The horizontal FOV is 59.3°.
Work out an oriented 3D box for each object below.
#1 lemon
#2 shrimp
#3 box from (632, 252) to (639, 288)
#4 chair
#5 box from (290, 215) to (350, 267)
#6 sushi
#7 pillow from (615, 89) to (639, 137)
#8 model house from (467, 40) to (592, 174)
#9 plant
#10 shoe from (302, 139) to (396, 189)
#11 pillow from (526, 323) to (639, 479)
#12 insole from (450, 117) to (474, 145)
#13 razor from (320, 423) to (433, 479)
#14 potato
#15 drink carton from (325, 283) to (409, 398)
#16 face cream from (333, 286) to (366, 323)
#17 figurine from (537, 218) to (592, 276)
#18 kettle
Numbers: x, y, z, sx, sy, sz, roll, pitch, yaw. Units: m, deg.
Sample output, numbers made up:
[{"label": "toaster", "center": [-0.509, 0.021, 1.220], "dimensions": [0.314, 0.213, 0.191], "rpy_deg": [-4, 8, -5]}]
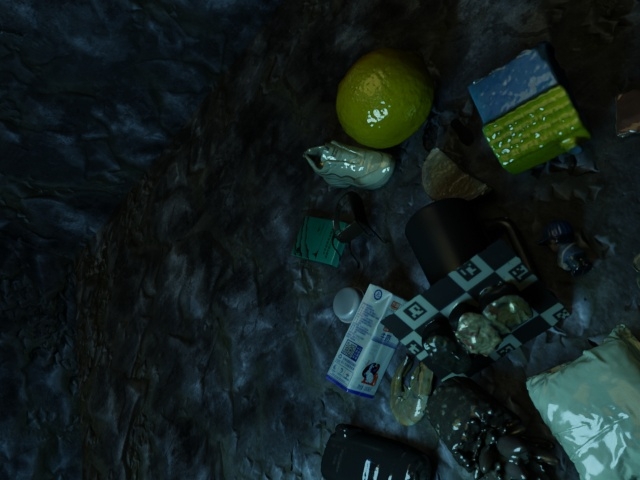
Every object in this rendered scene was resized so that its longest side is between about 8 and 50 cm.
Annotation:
[{"label": "lemon", "center": [0.212, -0.470, 1.868], "dimensions": [0.335, 0.336, 0.336], "rpy_deg": [-22, 55, 36]}, {"label": "shrimp", "center": [0.259, 0.385, 1.570], "dimensions": [0.145, 0.059, 0.255], "rpy_deg": [-3, 72, 55]}, {"label": "box", "center": [0.753, 0.103, 1.122], "dimensions": [0.138, 0.178, 0.274], "rpy_deg": [-47, 44, 16]}, {"label": "chair", "center": [0.112, -0.044, 1.859], "dimensions": [0.149, 0.174, 0.213], "rpy_deg": [-35, 59, 23]}, {"label": "box", "center": [0.000, 0.000, 2.037], "dimensions": [0.226, 0.042, 0.161], "rpy_deg": [11, 77, 47]}, {"label": "sushi", "center": [0.375, 0.219, 1.348], "dimensions": [0.373, 0.296, 0.100], "rpy_deg": [-39, 19, 23]}, {"label": "pillow", "center": [0.839, -0.333, 1.364], "dimensions": [0.232, 0.043, 0.126], "rpy_deg": [-14, 61, 42]}, {"label": "model house", "center": [0.572, -0.336, 1.515], "dimensions": [0.237, 0.215, 0.304], "rpy_deg": [-28, 56, 32]}, {"label": "plant", "center": [0.388, 0.473, 1.304], "dimensions": [0.194, 0.181, 0.320], "rpy_deg": [-56, 37, 8]}, {"label": "shoe", "center": [0.090, -0.270, 1.959], "dimensions": [0.341, 0.210, 0.132], "rpy_deg": [4, 73, 46]}, {"label": "pillow", "center": [0.603, 0.361, 1.170], "dimensions": [0.283, 0.138, 0.310], "rpy_deg": [-43, 48, 22]}, {"label": "insole", "center": [0.451, -0.346, 1.791], "dimensions": [0.045, 0.002, 0.135], "rpy_deg": [-43, 45, 19]}, {"label": "razor", "center": [0.147, 0.619, 1.519], "dimensions": [0.326, 0.107, 0.189], "rpy_deg": [5, 74, 48]}, {"label": "potato", "center": [0.399, -0.160, 1.679], "dimensions": [0.138, 0.098, 0.243], "rpy_deg": [-53, 48, 16]}, {"label": "drink carton", "center": [0.152, 0.297, 1.665], "dimensions": [0.106, 0.130, 0.315], "rpy_deg": [23, 86, 47]}, {"label": "face cream", "center": [0.106, 0.207, 1.777], "dimensions": [0.117, 0.104, 0.117], "rpy_deg": [-24, 54, 36]}, {"label": "figurine", "center": [0.605, 0.017, 1.396], "dimensions": [0.086, 0.087, 0.149], "rpy_deg": [-17, 50, -6]}, {"label": "kettle", "center": [0.402, 0.060, 1.527], "dimensions": [0.203, 0.261, 0.308], "rpy_deg": [108, 151, -49]}]
